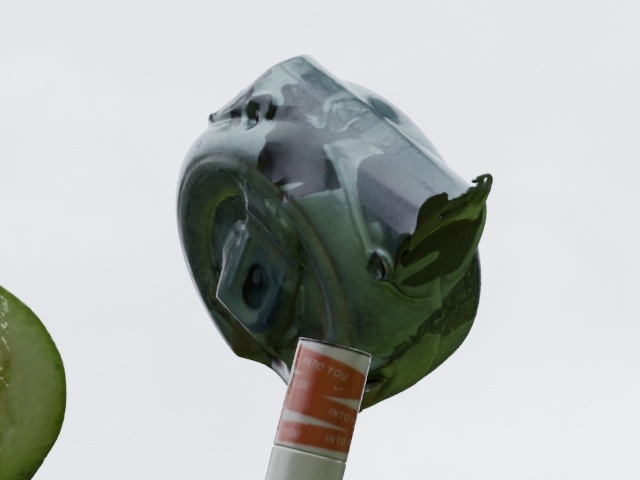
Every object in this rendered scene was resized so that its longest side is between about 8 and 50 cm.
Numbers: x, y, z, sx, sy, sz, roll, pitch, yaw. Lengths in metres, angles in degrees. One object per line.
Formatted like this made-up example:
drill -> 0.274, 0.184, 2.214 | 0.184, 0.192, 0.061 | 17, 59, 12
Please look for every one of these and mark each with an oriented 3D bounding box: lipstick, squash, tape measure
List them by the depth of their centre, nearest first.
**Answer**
lipstick -> -0.008, 0.115, 0.876 | 0.038, 0.130, 0.038 | 13, -8, 2
tape measure -> 0.000, 0.000, 1.376 | 0.147, 0.256, 0.275 | -27, -37, -32
squash -> -0.305, 0.121, 1.496 | 0.220, 0.220, 0.133 | 7, -15, -30
